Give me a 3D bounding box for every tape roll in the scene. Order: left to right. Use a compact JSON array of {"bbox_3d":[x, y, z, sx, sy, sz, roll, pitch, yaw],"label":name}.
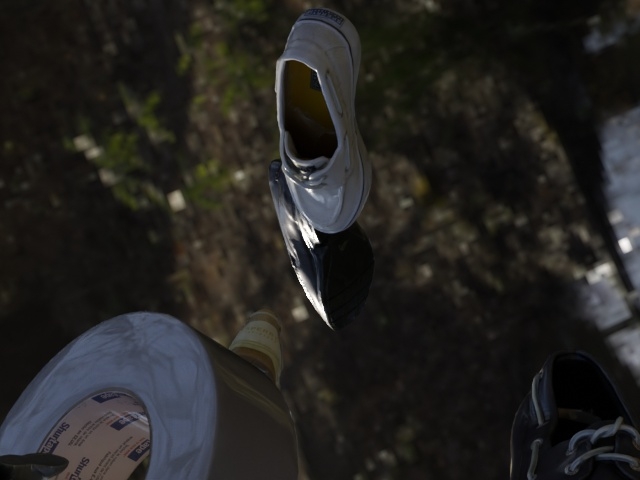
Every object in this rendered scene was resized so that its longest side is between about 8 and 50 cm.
[{"bbox_3d":[-0.117,0.155,1.062,0.072,0.219,0.219,34,-170,-38],"label":"tape roll"}]

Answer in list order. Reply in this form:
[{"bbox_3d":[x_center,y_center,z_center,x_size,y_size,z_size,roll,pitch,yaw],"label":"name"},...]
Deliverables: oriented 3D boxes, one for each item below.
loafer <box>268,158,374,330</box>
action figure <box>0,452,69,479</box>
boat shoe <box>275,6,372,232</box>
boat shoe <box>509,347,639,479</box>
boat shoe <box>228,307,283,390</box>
[{"bbox_3d":[0.000,0.000,1.405,0.061,0.062,0.170,30,144,35],"label":"loafer"},{"bbox_3d":[-0.162,0.220,0.857,0.137,0.063,0.232,-117,37,-72],"label":"action figure"},{"bbox_3d":[-0.002,-0.036,0.651,0.035,0.035,0.100,18,137,16],"label":"boat shoe"},{"bbox_3d":[0.125,0.110,0.853,0.206,0.075,0.065,-81,-2,-74],"label":"boat shoe"},{"bbox_3d":[-0.054,0.108,1.322,0.153,0.056,0.048,100,-173,-56],"label":"boat shoe"}]
